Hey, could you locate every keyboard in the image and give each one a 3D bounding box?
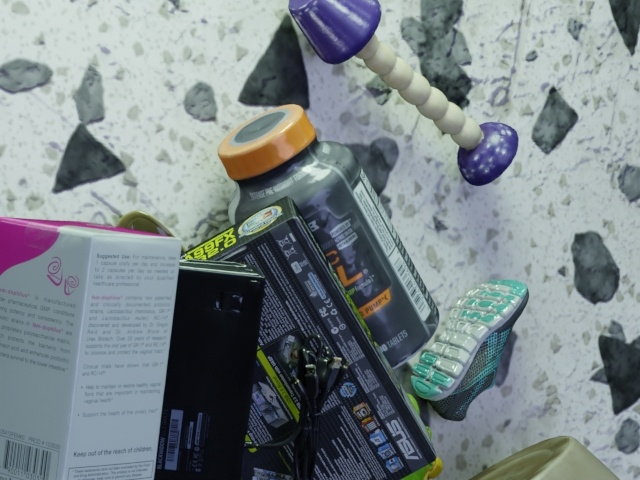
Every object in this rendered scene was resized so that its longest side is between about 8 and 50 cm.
[{"bbox_3d":[-0.086,0.170,1.699,0.201,0.033,0.317,7,109,-5],"label":"keyboard"}]

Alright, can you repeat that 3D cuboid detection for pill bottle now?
[{"bbox_3d":[0.000,0.000,1.799,0.130,0.130,0.246,-41,112,-29],"label":"pill bottle"}]

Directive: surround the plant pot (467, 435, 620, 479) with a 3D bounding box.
[{"bbox_3d":[0.233,0.352,1.888,0.323,0.323,0.280,-33,93,-31],"label":"plant pot"}]

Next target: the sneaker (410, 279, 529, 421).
[{"bbox_3d":[0.154,0.110,1.965,0.166,0.065,0.076,-48,133,-22],"label":"sneaker"}]

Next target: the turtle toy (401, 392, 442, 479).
[{"bbox_3d":[0.069,0.208,1.888,0.095,0.066,0.130,45,60,-53],"label":"turtle toy"}]

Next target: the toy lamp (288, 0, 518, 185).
[{"bbox_3d":[0.078,-0.157,1.890,0.274,0.080,0.080,38,69,-33],"label":"toy lamp"}]

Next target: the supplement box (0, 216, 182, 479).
[{"bbox_3d":[-0.198,0.096,1.589,0.114,0.111,0.220,1,97,-52],"label":"supplement box"}]

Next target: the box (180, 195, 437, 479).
[{"bbox_3d":[-0.054,0.127,1.736,0.216,0.060,0.270,-29,110,5],"label":"box"}]

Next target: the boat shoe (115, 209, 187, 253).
[{"bbox_3d":[-0.132,0.035,1.760,0.056,0.048,0.153,-41,108,-3],"label":"boat shoe"}]
